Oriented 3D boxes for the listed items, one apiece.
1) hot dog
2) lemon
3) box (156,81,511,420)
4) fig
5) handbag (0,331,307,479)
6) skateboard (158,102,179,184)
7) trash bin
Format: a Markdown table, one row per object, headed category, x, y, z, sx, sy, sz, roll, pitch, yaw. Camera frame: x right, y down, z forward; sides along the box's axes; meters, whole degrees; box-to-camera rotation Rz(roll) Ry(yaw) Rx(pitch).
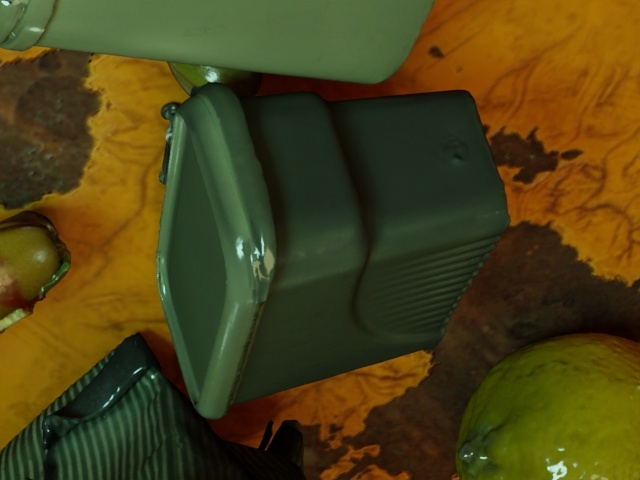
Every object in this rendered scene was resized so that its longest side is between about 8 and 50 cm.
| category | x | y | z | sx | sy | sz | roll | pitch | yaw |
| --- | --- | --- | --- | --- | --- | --- | --- | --- | --- |
| hot dog | -0.269 | 0.064 | 0.966 | 0.250 | 0.104 | 0.076 | -31 | 95 | 4 |
| lemon | 0.205 | 0.167 | 1.171 | 0.231 | 0.192 | 0.192 | 12 | 126 | -29 |
| box | 0.000 | 0.000 | 0.946 | 0.178 | 0.138 | 0.274 | -12 | 159 | -16 |
| fig | -0.074 | -0.111 | 0.920 | 0.083 | 0.050 | 0.050 | 28 | 119 | -15 |
| handbag | -0.119 | 0.236 | 1.036 | 0.247 | 0.340 | 0.240 | 30 | 105 | -24 |
| skateboard | -0.063 | -0.061 | 0.980 | 0.083 | 0.032 | 0.063 | -4 | 142 | -14 |
| trash bin | -0.045 | -0.196 | 0.800 | 0.248 | 0.121 | 0.243 | 7 | 128 | -28 |
